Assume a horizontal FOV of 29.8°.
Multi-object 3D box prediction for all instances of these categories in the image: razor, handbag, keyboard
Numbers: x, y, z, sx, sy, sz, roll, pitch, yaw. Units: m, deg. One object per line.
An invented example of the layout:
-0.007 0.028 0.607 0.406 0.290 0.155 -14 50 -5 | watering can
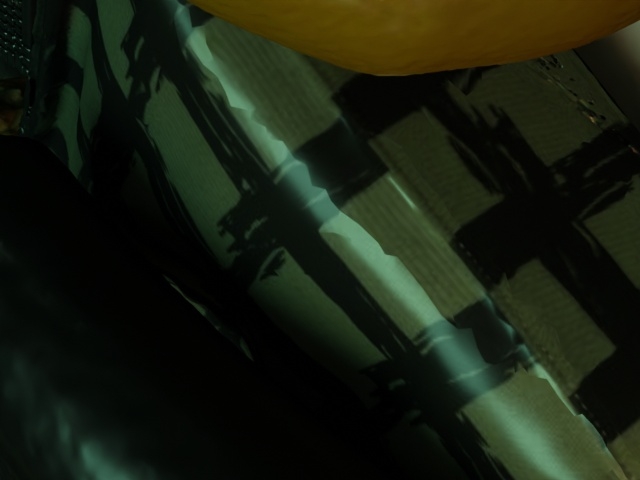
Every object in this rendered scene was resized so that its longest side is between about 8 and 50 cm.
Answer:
-0.045 0.107 0.473 0.327 0.107 0.189 41 151 21 | razor
0.000 0.000 0.554 0.325 0.162 0.327 53 149 6 | handbag
-0.217 -0.198 0.835 0.060 0.018 0.195 42 143 23 | keyboard

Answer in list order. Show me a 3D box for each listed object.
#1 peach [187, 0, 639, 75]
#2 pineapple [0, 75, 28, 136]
0.035 -0.159 0.313 0.153 0.251 0.251 -121 26 -44 | peach
-0.161 -0.003 0.815 0.248 0.128 0.128 41 143 23 | pineapple
